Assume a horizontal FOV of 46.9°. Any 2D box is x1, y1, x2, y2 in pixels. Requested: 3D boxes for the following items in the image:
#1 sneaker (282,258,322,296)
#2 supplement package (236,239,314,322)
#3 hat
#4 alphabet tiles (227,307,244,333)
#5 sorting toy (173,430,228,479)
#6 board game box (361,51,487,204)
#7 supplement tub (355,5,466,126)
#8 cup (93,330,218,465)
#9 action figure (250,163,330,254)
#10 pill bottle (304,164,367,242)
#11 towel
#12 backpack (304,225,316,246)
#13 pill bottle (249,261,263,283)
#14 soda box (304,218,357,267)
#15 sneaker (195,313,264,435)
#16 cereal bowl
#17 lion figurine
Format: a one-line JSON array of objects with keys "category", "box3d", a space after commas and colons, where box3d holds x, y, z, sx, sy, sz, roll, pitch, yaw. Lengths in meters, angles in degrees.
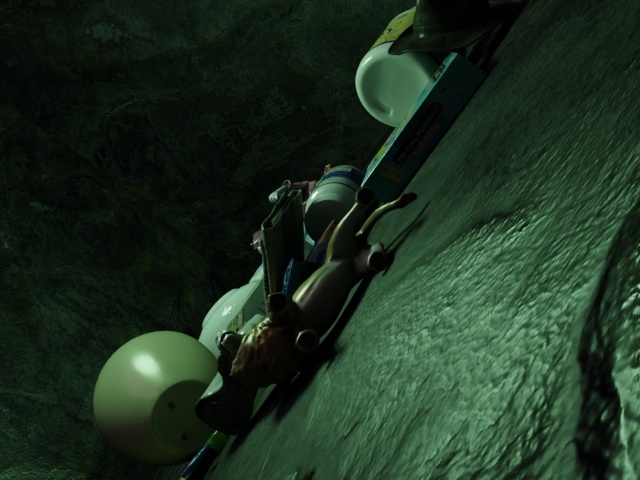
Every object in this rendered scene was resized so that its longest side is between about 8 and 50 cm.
[{"category": "sneaker", "box3d": [-0.037, 0.152, 1.415, 0.081, 0.091, 0.232, 138, 145, -72]}, {"category": "supplement package", "box3d": [-0.096, 0.124, 1.974, 0.244, 0.134, 0.139, -54, 4, 18]}, {"category": "hat", "box3d": [0.297, -0.552, 1.725, 0.331, 0.134, 0.331, -16, 28, 9]}, {"category": "alphabet tiles", "box3d": [-0.215, 0.307, 1.848, 0.198, 0.009, 0.237, 133, 139, -63]}, {"category": "sorting toy", "box3d": [-0.305, 0.542, 1.595, 0.347, 0.047, 0.196, -51, -2, 29]}, {"category": "board game box", "box3d": [0.222, -0.255, 1.631, 0.336, 0.079, 0.254, -55, 3, 16]}, {"category": "supplement tub", "box3d": [0.257, -0.482, 2.001, 0.241, 0.241, 0.331, -52, 5, 46]}, {"category": "cup", "box3d": [-0.345, 0.392, 1.744, 0.331, 0.331, 0.237, -56, 23, -16]}, {"category": "action figure", "box3d": [-0.035, -0.068, 2.282, 0.370, 0.248, 0.276, -54, -4, 9]}, {"category": "pill bottle", "box3d": [0.045, -0.088, 1.884, 0.153, 0.153, 0.264, -54, 3, 24]}, {"category": "towel", "box3d": [-0.089, 0.066, 1.698, 0.312, 0.056, 0.324, -59, -30, -68]}, {"category": "backpack", "box3d": [-0.049, 0.026, 2.092, 0.158, 0.117, 0.173, -60, -14, -64]}, {"category": "pill bottle", "box3d": [-0.118, 0.090, 2.523, 0.272, 0.152, 0.152, -57, 3, -38]}, {"category": "soda box", "box3d": [-0.013, 0.088, 1.549, 0.263, 0.083, 0.092, -56, 2, -23]}, {"category": "sneaker", "box3d": [-0.151, 0.265, 1.415, 0.297, 0.111, 0.129, -61, -1, 38]}, {"category": "cereal bowl", "box3d": [-0.253, 0.249, 2.240, 0.339, 0.141, 0.339, -47, -12, -14]}, {"category": "lion figurine", "box3d": [0.002, 0.085, 1.203, 0.392, 0.142, 0.240, -42, -8, -14]}]
